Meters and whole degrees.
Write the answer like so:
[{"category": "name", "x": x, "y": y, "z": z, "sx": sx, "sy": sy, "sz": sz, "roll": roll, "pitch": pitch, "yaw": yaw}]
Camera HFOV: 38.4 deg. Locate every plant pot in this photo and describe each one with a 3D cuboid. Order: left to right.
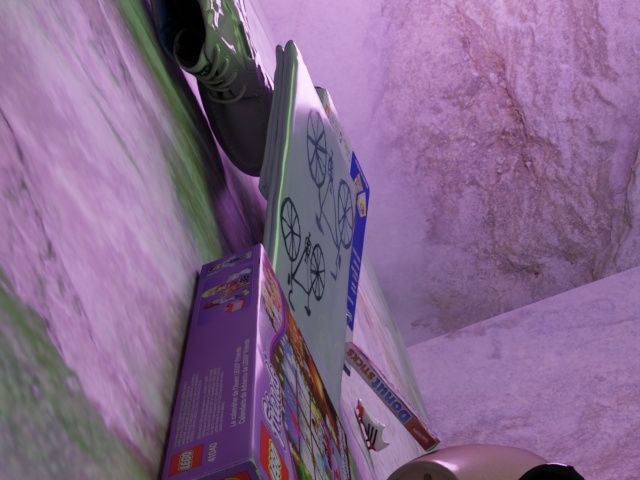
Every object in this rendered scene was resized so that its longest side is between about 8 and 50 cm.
[{"category": "plant pot", "x": 0.190, "y": 0.379, "z": 1.219, "sx": 0.274, "sy": 0.256, "sz": 0.257, "roll": 34, "pitch": 32, "yaw": -53}]

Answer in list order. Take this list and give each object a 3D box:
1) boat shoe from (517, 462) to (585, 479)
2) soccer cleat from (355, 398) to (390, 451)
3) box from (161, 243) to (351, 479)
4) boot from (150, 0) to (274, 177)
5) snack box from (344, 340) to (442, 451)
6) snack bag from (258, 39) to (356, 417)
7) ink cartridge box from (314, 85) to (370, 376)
[{"category": "boat shoe", "x": 0.101, "y": 0.265, "z": 0.540, "sx": 0.340, "sy": 0.127, "sz": 0.113, "roll": -41, "pitch": 132, "yaw": -42}, {"category": "soccer cleat", "x": 0.078, "y": 0.276, "z": 1.385, "sx": 0.029, "sy": 0.035, "sz": 0.083, "roll": 35, "pitch": 36, "yaw": -81}, {"category": "box", "x": -0.030, "y": 0.150, "z": 0.637, "sx": 0.293, "sy": 0.057, "sz": 0.201, "roll": -97, "pitch": 165, "yaw": -67}, {"category": "boot", "x": -0.113, "y": -0.178, "z": 0.957, "sx": 0.258, "sy": 0.095, "sz": 0.123, "roll": 71, "pitch": 23, "yaw": -12}, {"category": "snack box", "x": 0.094, "y": 0.209, "z": 1.240, "sx": 0.178, "sy": 0.022, "sz": 0.064, "roll": 48, "pitch": 3, "yaw": 16}, {"category": "snack bag", "x": -0.014, "y": 0.014, "z": 1.002, "sx": 0.323, "sy": 0.037, "sz": 0.343, "roll": 62, "pitch": 29, "yaw": -62}, {"category": "ink cartridge box", "x": 0.000, "y": 0.000, "z": 1.262, "sx": 0.304, "sy": 0.072, "sz": 0.307, "roll": 60, "pitch": 36, "yaw": -64}]
